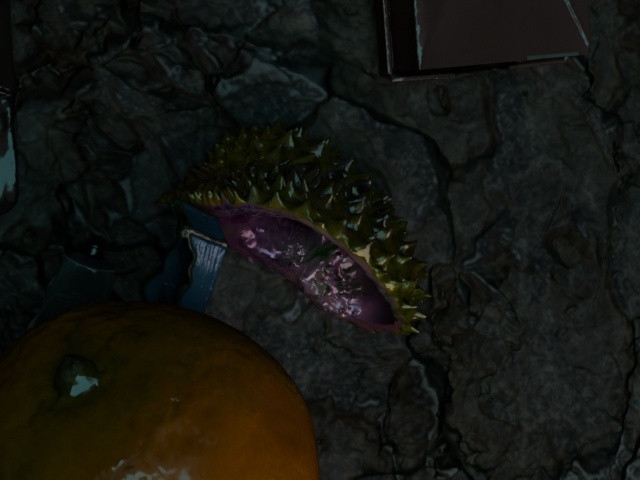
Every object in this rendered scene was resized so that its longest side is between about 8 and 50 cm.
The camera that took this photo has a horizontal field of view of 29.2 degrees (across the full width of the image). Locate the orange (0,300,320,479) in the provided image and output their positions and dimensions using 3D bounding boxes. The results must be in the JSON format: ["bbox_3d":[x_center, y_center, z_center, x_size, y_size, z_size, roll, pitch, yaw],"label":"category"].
[{"bbox_3d":[-0.157,0.196,1.033,0.312,0.312,0.312,-3,97,-21],"label":"orange"}]

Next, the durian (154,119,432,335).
[{"bbox_3d":[0.011,-0.009,1.195,0.260,0.186,0.154,35,89,-34],"label":"durian"}]

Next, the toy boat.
[{"bbox_3d":[-0.151,0.050,1.162,0.077,0.075,0.185,10,121,-23],"label":"toy boat"}]

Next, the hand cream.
[{"bbox_3d":[-0.251,0.119,1.156,0.075,0.052,0.248,20,89,-21],"label":"hand cream"}]

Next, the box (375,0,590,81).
[{"bbox_3d":[0.164,-0.277,1.254,0.215,0.086,0.215,-7,99,-20],"label":"box"}]

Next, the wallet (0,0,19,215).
[{"bbox_3d":[-0.355,-0.169,1.089,0.165,0.042,0.309,-4,98,-19],"label":"wallet"}]
